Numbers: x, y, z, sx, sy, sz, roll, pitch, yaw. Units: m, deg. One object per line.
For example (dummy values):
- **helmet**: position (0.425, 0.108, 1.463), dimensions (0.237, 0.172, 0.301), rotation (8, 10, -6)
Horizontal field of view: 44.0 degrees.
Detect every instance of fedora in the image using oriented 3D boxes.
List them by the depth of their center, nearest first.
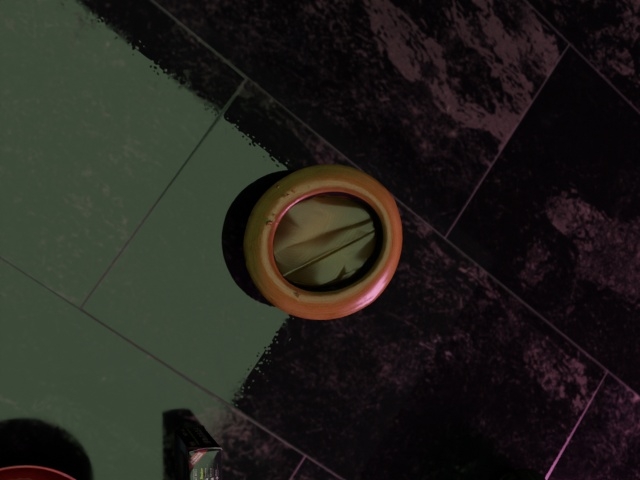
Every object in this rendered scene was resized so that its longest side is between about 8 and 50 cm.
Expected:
- **fedora**: position (0.000, 0.000, 0.947), dimensions (0.194, 0.079, 0.195), rotation (-1, 95, -14)

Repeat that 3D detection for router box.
- **router box**: position (-0.140, 0.283, 0.899), dimensions (0.038, 0.092, 0.123), rotation (0, 92, -20)

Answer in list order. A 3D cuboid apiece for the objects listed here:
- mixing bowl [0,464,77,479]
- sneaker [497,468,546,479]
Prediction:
- **mixing bowl**: position (-0.320, 0.312, 0.830), dimensions (0.181, 0.098, 0.182), rotation (0, 91, -20)
- **sneaker**: position (0.245, 0.453, 1.045), dimensions (0.130, 0.109, 0.286), rotation (39, 83, -27)
